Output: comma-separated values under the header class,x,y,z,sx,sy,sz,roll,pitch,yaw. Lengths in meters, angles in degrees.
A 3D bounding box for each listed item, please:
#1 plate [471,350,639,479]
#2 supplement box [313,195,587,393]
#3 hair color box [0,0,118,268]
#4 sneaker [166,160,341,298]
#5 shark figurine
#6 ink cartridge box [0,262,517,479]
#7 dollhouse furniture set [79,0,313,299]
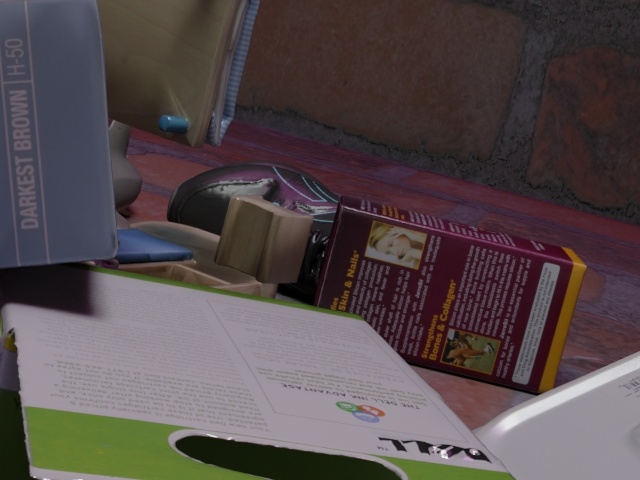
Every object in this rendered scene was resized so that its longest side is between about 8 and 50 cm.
class,x,y,z,sx,sy,sz,roll,pitch,yaw
plate,0.180,0.094,0.581,0.277,0.045,0.278,-23,15,-7
supplement box,0.093,0.039,1.046,0.188,0.104,0.081,14,8,0
hair color box,-0.283,-0.040,0.599,0.374,0.114,0.185,-4,8,-10
sneaker,0.000,0.000,1.164,0.267,0.101,0.106,13,11,0
shark figurine,-0.206,-0.081,1.320,0.166,0.116,0.278,16,11,3
ink cartridge box,-0.044,0.093,0.551,0.188,0.097,0.255,11,11,-17
dollhouse furniture set,-0.070,-0.081,0.905,0.286,0.303,0.198,19,11,28
